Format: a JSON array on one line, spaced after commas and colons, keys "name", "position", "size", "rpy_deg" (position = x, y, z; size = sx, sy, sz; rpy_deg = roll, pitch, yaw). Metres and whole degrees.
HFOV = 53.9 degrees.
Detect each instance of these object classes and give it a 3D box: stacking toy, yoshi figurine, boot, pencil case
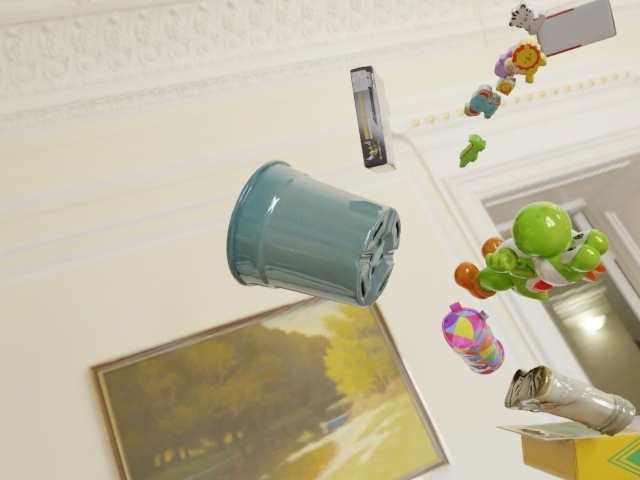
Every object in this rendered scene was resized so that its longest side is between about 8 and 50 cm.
[{"name": "stacking toy", "position": [0.268, -0.240, 0.964], "size": [0.052, 0.167, 0.221], "rpy_deg": [25, -45, -4]}, {"name": "yoshi figurine", "position": [0.415, 0.011, 1.290], "size": [0.203, 0.203, 0.362], "rpy_deg": [6, -13, -19]}, {"name": "boot", "position": [0.419, 0.279, 1.083], "size": [0.165, 0.077, 0.213], "rpy_deg": [20, -18, 4]}, {"name": "pencil case", "position": [0.339, 0.220, 1.383], "size": [0.104, 0.104, 0.236], "rpy_deg": [-29, -36, 9]}]

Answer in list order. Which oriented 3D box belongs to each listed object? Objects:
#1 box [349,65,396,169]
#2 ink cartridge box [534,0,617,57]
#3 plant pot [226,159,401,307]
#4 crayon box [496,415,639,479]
[{"name": "box", "position": [0.129, -0.283, 1.509], "size": [0.056, 0.231, 0.183], "rpy_deg": [-8, 0, 13]}, {"name": "ink cartridge box", "position": [0.465, -0.403, 1.175], "size": [0.127, 0.072, 0.175], "rpy_deg": [-15, 18, 20]}, {"name": "plant pot", "position": [0.000, 0.000, 1.563], "size": [0.341, 0.334, 0.341], "rpy_deg": [-43, -38, -47]}, {"name": "crayon box", "position": [0.526, 0.391, 1.184], "size": [0.323, 0.083, 0.203], "rpy_deg": [-1, -9, -9]}]
